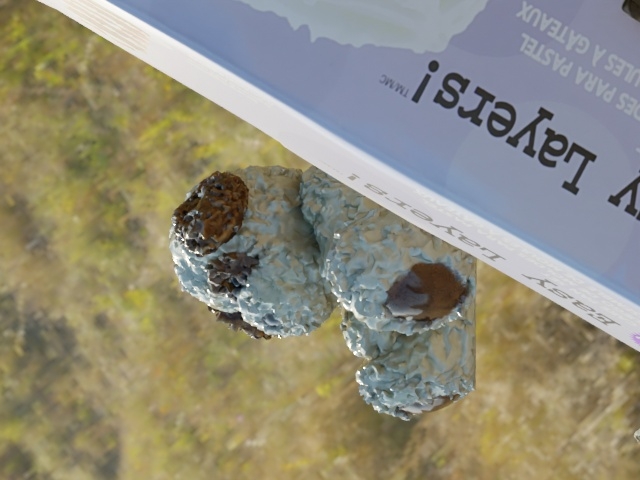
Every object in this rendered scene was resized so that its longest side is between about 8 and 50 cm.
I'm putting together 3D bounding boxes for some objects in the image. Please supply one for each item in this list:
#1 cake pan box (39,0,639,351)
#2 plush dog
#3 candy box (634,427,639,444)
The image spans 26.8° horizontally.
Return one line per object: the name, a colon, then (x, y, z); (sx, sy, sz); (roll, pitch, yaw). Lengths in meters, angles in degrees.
cake pan box: (0.081, -0.116, 0.383); (0.267, 0.246, 0.070); (31, 177, -6)
plush dog: (0.000, 0.000, 0.979); (0.225, 0.211, 0.262); (-1, 154, 6)
candy box: (0.430, 0.160, 1.234); (0.159, 0.233, 0.071); (44, -175, 1)
